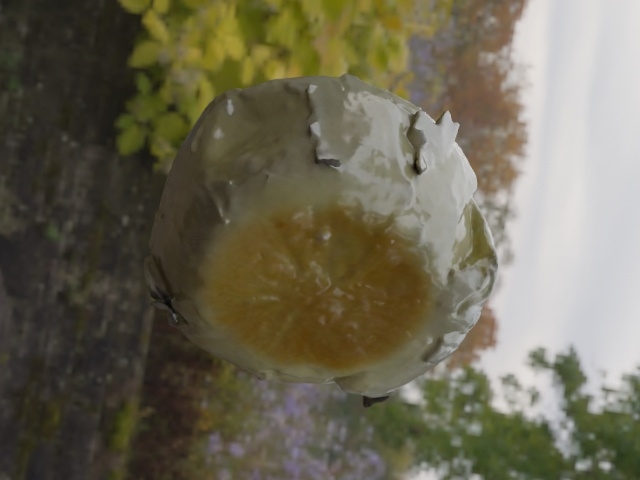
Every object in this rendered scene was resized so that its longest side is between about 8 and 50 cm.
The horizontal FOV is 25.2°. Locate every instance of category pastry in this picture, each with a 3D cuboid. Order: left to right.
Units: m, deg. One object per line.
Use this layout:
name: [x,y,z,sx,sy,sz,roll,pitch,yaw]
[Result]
pastry: [0.000,0.000,0.670,0.088,0.166,0.166,-86,-176,-48]
